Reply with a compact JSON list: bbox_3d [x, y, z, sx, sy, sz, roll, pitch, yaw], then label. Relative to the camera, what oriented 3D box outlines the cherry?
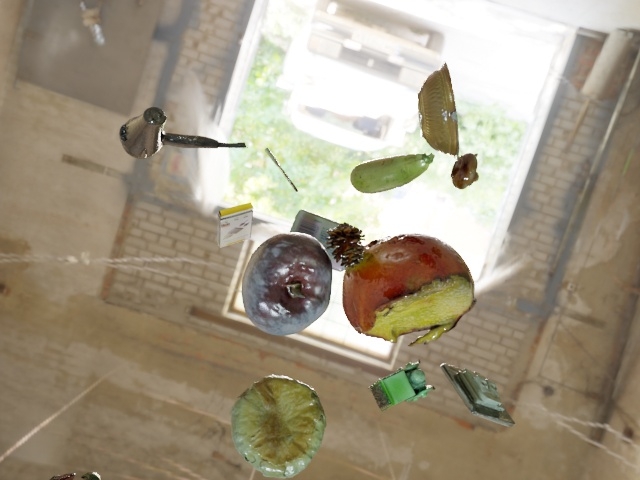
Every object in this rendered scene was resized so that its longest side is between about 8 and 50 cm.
[{"bbox_3d":[-0.081,0.104,1.642,0.218,0.255,0.296,14,-179,-9],"label":"cherry"}]

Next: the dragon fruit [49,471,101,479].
[{"bbox_3d":[-0.633,0.679,1.615,0.295,0.130,0.268,-19,-164,14],"label":"dragon fruit"}]

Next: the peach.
[{"bbox_3d":[0.268,0.145,2.049,0.417,0.353,0.339,8,172,42],"label":"peach"}]

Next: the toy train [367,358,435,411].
[{"bbox_3d":[0.286,0.528,2.400,0.188,0.132,0.243,-21,163,-16],"label":"toy train"}]

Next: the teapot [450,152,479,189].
[{"bbox_3d":[0.441,-0.207,2.001,0.078,0.129,0.098,25,153,-13],"label":"teapot"}]

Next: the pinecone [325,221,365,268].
[{"bbox_3d":[0.067,0.010,1.616,0.109,0.102,0.102,62,-174,-2],"label":"pinecone"}]

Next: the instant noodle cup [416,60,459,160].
[{"bbox_3d":[0.313,-0.345,1.821,0.091,0.274,0.274,-7,-177,6],"label":"instant noodle cup"}]

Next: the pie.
[{"bbox_3d":[-0.124,0.538,1.975,0.306,0.306,0.071,19,155,11],"label":"pie"}]

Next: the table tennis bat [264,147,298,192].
[{"bbox_3d":[-0.110,-0.199,1.901,0.156,0.013,0.087,54,180,10],"label":"table tennis bat"}]

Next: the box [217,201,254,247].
[{"bbox_3d":[-0.316,-0.049,2.477,0.129,0.033,0.247,-18,154,-18],"label":"box"}]

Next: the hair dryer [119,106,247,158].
[{"bbox_3d":[-0.355,-0.286,1.819,0.360,0.120,0.304,1,170,-27],"label":"hair dryer"}]

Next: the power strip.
[{"bbox_3d":[0.478,0.442,1.985,0.198,0.064,0.213,22,-156,-33],"label":"power strip"}]

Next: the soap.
[{"bbox_3d":[0.000,0.000,2.011,0.199,0.138,0.182,21,179,-1],"label":"soap"}]

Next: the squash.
[{"bbox_3d":[0.237,-0.224,2.229,0.118,0.118,0.371,14,167,-38],"label":"squash"}]
